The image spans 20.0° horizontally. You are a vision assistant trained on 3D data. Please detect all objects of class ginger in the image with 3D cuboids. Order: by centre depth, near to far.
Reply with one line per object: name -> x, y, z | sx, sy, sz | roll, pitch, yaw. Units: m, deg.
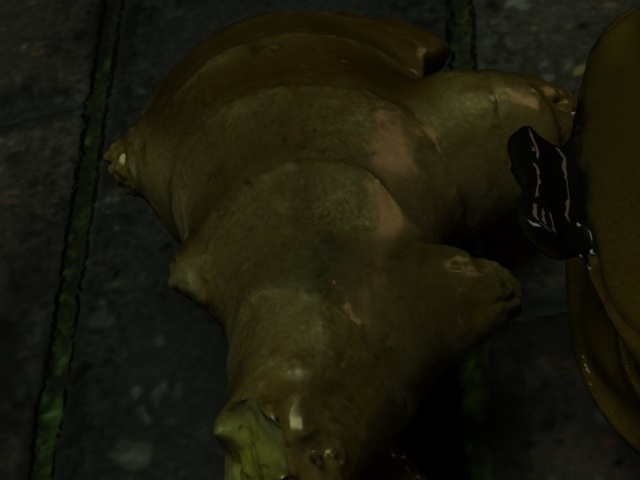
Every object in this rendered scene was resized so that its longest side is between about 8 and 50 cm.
ginger -> 0.024, 0.001, 0.938 | 0.236, 0.166, 0.375 | -1, 46, -20

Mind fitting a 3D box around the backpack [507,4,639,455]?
backpack -> 0.281, -0.021, 0.787 | 0.378, 0.201, 0.353 | -13, 43, 11

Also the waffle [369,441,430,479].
waffle -> 0.028, 0.204, 0.809 | 0.168, 0.057, 0.274 | -38, 46, -10
